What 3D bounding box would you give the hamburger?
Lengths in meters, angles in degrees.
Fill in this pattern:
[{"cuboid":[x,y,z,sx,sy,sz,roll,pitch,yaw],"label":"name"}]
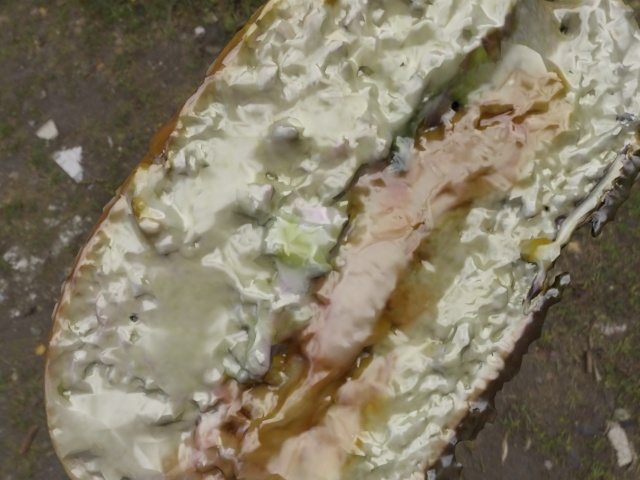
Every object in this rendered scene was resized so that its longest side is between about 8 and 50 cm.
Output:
[{"cuboid":[0.000,0.000,0.563,0.268,0.287,0.445,33,85,-8],"label":"hamburger"}]
